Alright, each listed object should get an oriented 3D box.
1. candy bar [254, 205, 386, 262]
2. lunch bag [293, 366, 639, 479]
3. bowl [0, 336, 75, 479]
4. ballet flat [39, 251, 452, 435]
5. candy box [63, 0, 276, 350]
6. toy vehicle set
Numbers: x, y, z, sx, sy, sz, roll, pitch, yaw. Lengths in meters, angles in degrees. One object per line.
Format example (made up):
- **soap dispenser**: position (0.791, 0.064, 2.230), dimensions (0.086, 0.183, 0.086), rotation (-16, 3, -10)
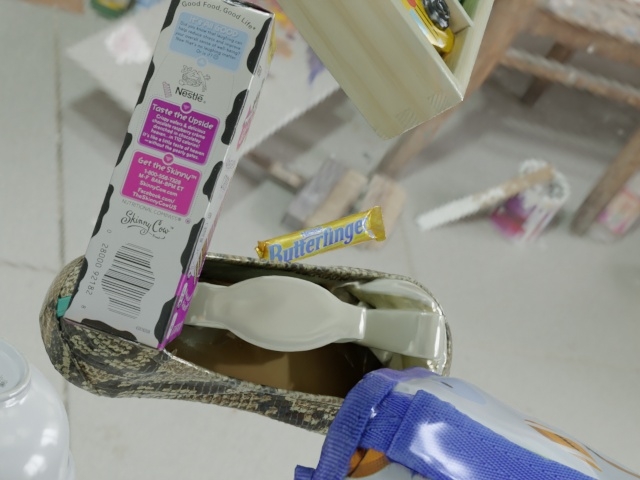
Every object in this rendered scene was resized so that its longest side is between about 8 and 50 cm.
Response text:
- **candy bar**: position (0.000, 0.000, 1.558), dimensions (0.162, 0.018, 0.040), rotation (-16, 102, -25)
- **lunch bag**: position (0.154, 0.231, 0.752), dimensions (0.328, 0.385, 0.239), rotation (23, 65, 16)
- **bowl**: position (-0.399, 0.184, 1.530), dimensions (0.298, 0.134, 0.298), rotation (15, 25, -7)
- **ballet flat**: position (-0.007, 0.086, 1.248), dimensions (0.483, 0.182, 0.164), rotation (10, 72, -40)
- **candy box**: position (-0.098, -0.047, 0.974), dimensions (0.071, 0.233, 0.159), rotation (18, 0, -1)
- **toy vehicle set**: position (-0.023, -0.182, 0.519), dimensions (0.267, 0.035, 0.166), rotation (51, 30, -20)
